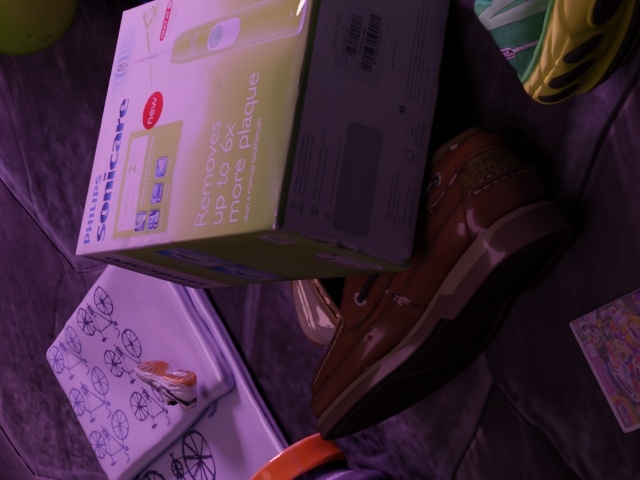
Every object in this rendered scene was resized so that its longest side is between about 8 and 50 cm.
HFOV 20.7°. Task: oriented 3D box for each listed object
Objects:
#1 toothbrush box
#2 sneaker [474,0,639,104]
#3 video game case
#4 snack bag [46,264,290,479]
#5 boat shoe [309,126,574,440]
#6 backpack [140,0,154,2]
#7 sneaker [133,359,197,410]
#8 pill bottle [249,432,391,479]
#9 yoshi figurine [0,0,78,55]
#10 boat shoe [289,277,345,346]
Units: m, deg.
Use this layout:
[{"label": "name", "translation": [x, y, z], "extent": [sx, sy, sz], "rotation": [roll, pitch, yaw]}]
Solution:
[{"label": "toothbrush box", "translation": [-0.048, -0.081, 1.288], "extent": [0.283, 0.122, 0.206], "rotation": [-6, 71, 56]}, {"label": "sneaker", "translation": [0.152, -0.211, 1.029], "extent": [0.123, 0.109, 0.295], "rotation": [44, 140, 24]}, {"label": "video game case", "translation": [0.225, 0.076, 1.177], "extent": [0.122, 0.011, 0.087], "rotation": [-34, 80, 55]}, {"label": "snack bag", "translation": [-0.141, 0.190, 1.714], "extent": [0.342, 0.037, 0.323], "rotation": [60, 144, 11]}, {"label": "boat shoe", "translation": [0.073, 0.036, 1.290], "extent": [0.104, 0.110, 0.307], "rotation": [58, 135, 20]}, {"label": "backpack", "translation": [-0.104, -0.245, 1.377], "extent": [0.114, 0.084, 0.105], "rotation": [7, 114, 57]}, {"label": "sneaker", "translation": [-0.146, 0.137, 1.633], "extent": [0.083, 0.032, 0.037], "rotation": [17, 120, 48]}, {"label": "pill bottle", "translation": [0.037, 0.280, 1.440], "extent": [0.246, 0.130, 0.130], "rotation": [55, 144, 19]}, {"label": "yoshi figurine", "translation": [-0.333, -0.257, 1.608], "extent": [0.362, 0.203, 0.203], "rotation": [10, 132, 48]}, {"label": "boat shoe", "translation": [0.000, 0.000, 1.403], "extent": [0.059, 0.063, 0.170], "rotation": [-13, 100, 45]}]
